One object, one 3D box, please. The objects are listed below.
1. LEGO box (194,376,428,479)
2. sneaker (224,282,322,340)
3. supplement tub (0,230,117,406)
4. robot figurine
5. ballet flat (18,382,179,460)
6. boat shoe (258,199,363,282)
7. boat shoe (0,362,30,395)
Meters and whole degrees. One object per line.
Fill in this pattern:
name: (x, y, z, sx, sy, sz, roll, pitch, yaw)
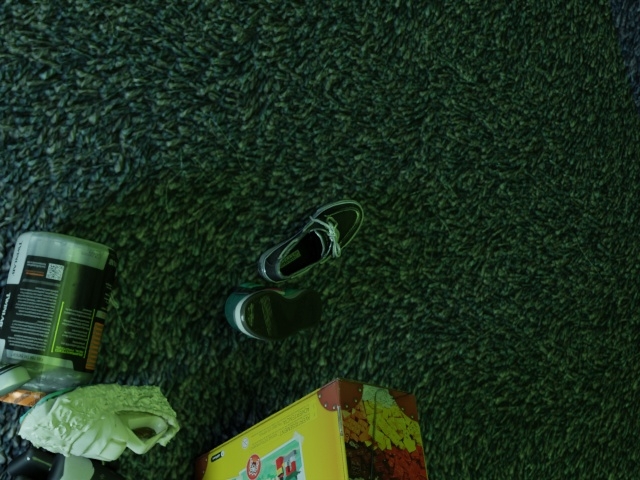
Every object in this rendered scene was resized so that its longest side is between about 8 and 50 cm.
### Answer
LEGO box: (-0.028, 0.530, 1.731, 0.193, 0.500, 0.372, 17, 52, -35)
sneaker: (-0.141, 0.150, 1.947, 0.295, 0.178, 0.124, 2, 84, -61)
supplement tub: (-0.506, 0.153, 1.717, 0.193, 0.193, 0.316, 17, 77, -29)
robot figurine: (-0.466, 0.500, 1.730, 0.278, 0.173, 0.209, 36, 81, -24)
ballet flat: (-0.379, 0.340, 1.694, 0.409, 0.147, 0.147, 14, 76, -69)
boat shoe: (-0.002, -0.004, 2.088, 0.306, 0.105, 0.113, -29, 101, -30)
boat shoe: (-0.644, 0.250, 1.595, 0.108, 0.301, 0.102, -11, 81, -67)
